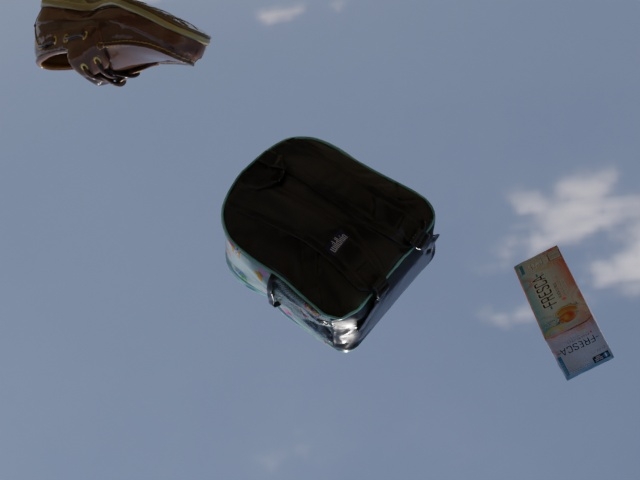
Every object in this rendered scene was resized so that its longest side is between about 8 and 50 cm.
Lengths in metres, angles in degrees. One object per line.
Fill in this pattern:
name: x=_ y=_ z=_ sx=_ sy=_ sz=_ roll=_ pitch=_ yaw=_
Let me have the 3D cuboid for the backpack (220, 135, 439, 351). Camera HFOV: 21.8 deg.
backpack: x=0.000 y=0.000 z=1.596 sx=0.188 sy=0.144 sz=0.166 roll=35 pitch=-110 yaw=13

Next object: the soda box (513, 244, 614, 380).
soda box: x=0.264 y=0.077 z=1.818 sx=0.058 sy=0.063 sz=0.183 roll=-27 pitch=-157 yaw=8

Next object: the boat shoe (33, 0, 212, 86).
boat shoe: x=-0.139 y=-0.133 z=1.138 sx=0.064 sy=0.060 sz=0.178 roll=21 pitch=177 yaw=-42
